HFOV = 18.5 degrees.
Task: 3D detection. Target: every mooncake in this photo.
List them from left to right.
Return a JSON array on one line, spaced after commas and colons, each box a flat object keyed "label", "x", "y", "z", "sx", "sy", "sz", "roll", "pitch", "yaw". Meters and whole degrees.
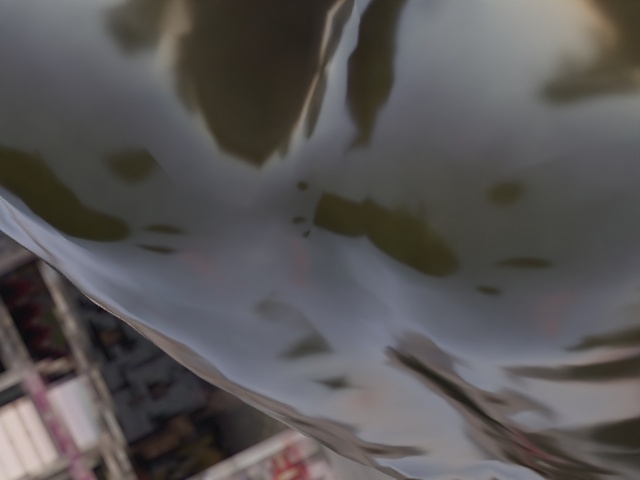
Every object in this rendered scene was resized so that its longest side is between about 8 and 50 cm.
[{"label": "mooncake", "x": 0.087, "y": -0.136, "z": 0.722, "sx": 0.467, "sy": 0.467, "sz": 0.262, "roll": 61, "pitch": -173, "yaw": 34}]
